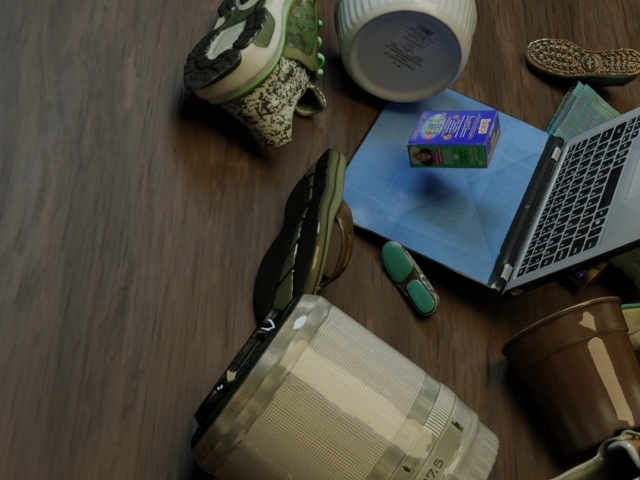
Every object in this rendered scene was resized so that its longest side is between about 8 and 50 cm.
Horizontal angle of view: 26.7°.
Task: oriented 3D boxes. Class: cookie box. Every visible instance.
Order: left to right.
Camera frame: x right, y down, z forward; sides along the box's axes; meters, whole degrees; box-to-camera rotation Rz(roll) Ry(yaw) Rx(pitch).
[{"bbox_3d":[0.181,-0.136,1.815,0.107,0.040,0.092,1,36,21],"label":"cookie box"}]

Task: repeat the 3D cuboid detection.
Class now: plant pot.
[{"bbox_3d":[0.336,0.181,1.701,0.167,0.167,0.165,-6,66,-37],"label":"plant pot"}]

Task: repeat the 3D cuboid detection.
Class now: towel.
[{"bbox_3d":[0.512,-0.081,2.127,0.370,0.040,0.271,36,43,-1],"label":"towel"}]

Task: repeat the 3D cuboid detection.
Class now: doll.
[{"bbox_3d":[0.329,-0.013,1.940,0.189,0.046,0.129,44,37,14],"label":"doll"}]

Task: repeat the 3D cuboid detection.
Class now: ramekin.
[{"bbox_3d":[0.120,-0.294,1.929,0.207,0.207,0.109,22,42,-16],"label":"ramekin"}]

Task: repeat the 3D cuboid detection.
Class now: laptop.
[{"bbox_3d":[0.279,-0.133,1.830,0.236,0.408,0.382,51,40,-18],"label":"laptop"}]

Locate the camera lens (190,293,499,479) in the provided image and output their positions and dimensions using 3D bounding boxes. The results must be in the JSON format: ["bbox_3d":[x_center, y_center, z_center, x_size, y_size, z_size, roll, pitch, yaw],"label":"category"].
[{"bbox_3d":[0.019,0.206,1.413,0.274,0.219,0.219,36,42,-1],"label":"camera lens"}]

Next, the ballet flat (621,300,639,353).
[{"bbox_3d":[0.444,0.120,1.881,0.248,0.086,0.086,-10,60,-40],"label":"ballet flat"}]

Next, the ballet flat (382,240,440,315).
[{"bbox_3d":[0.119,0.051,1.757,0.041,0.041,0.114,-14,62,-41],"label":"ballet flat"}]

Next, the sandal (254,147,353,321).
[{"bbox_3d":[0.001,-0.002,1.669,0.086,0.120,0.302,39,40,-18],"label":"sandal"}]

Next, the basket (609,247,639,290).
[{"bbox_3d":[0.535,-0.080,1.932,0.201,0.255,0.289,50,47,-7],"label":"basket"}]

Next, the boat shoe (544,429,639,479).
[{"bbox_3d":[0.381,0.280,1.588,0.302,0.113,0.103,-27,105,-23],"label":"boat shoe"}]

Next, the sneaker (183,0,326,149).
[{"bbox_3d":[-0.055,-0.259,1.876,0.182,0.158,0.410,58,34,-24],"label":"sneaker"}]

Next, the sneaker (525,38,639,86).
[{"bbox_3d":[0.434,-0.286,2.242,0.192,0.086,0.064,6,77,5],"label":"sneaker"}]
